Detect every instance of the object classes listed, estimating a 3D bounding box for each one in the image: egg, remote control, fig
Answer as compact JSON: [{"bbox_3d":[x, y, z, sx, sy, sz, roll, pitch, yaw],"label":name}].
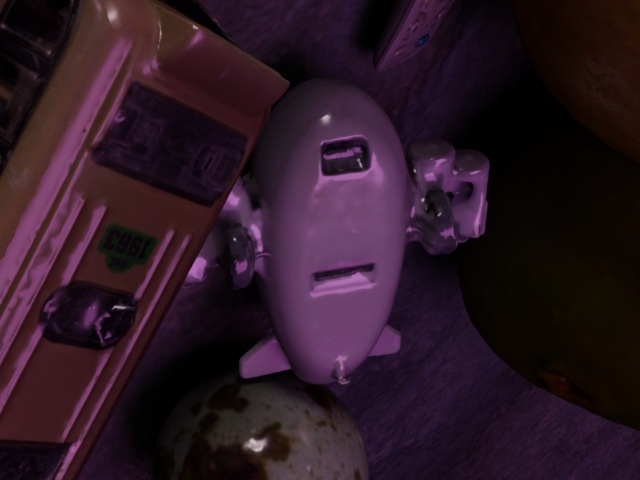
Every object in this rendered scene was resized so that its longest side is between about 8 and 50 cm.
[{"bbox_3d":[-0.044,0.188,0.821,0.169,0.169,0.231,-41,161,-7],"label":"egg"},{"bbox_3d":[0.083,-0.209,0.641,0.073,0.044,0.229,-38,160,-49],"label":"remote control"},{"bbox_3d":[0.277,-0.007,0.871,0.316,0.316,0.316,-30,145,-24],"label":"fig"}]

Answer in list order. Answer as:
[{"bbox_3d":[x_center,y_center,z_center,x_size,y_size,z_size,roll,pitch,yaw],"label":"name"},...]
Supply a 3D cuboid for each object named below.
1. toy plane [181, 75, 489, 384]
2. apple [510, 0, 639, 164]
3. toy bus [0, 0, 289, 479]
[{"bbox_3d":[0.001,0.002,0.703,0.252,0.118,0.252,-10,130,-13],"label":"toy plane"},{"bbox_3d":[0.292,-0.186,0.632,0.339,0.339,0.339,-30,145,-24],"label":"apple"},{"bbox_3d":[-0.143,-0.002,0.473,0.139,0.157,0.289,24,96,-57],"label":"toy bus"}]
